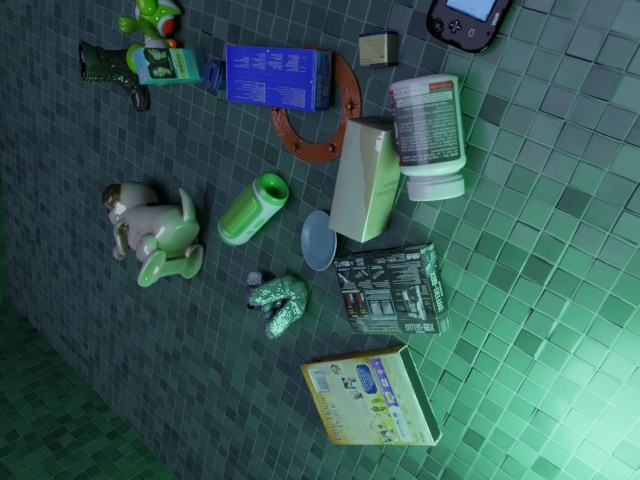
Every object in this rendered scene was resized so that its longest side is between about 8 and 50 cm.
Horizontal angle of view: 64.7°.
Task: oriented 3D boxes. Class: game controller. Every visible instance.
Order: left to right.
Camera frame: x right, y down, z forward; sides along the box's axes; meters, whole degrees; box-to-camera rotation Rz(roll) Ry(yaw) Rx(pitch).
[{"bbox_3d":[0.356,-0.579,1.092,0.167,0.067,0.319,37,125,23],"label":"game controller"}]

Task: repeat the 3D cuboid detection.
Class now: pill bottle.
[{"bbox_3d":[0.263,-0.245,1.218,0.161,0.161,0.282,1,105,39],"label":"pill bottle"}]

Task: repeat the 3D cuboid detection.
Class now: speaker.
[{"bbox_3d":[-0.230,-0.099,1.687,0.296,0.131,0.131,-40,79,40],"label":"speaker"}]

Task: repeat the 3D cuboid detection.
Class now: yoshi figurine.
[{"bbox_3d":[-0.607,-0.724,1.744,0.203,0.204,0.361,25,123,48],"label":"yoshi figurine"}]

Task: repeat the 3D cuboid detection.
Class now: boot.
[{"bbox_3d":[-0.777,-0.602,1.879,0.091,0.229,0.262,-3,103,39],"label":"boot"}]

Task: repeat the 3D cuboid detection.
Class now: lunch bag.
[{"bbox_3d":[-0.341,-0.545,1.660,0.067,0.065,0.098,39,126,22],"label":"lunch bag"}]

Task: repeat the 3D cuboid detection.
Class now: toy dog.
[{"bbox_3d":[-0.674,-0.071,1.953,0.408,0.285,0.395,37,124,26],"label":"toy dog"}]

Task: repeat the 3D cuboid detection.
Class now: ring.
[{"bbox_3d":[-0.028,-0.394,1.485,0.337,0.032,0.336,15,114,35],"label":"ring"}]

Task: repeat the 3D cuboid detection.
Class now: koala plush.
[{"bbox_3d":[-0.172,0.199,1.736,0.221,0.203,0.196,0,119,60],"label":"koala plush"}]

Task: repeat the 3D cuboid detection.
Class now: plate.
[{"bbox_3d":[0.000,0.000,1.575,0.188,0.024,0.188,2,92,55],"label":"plate"}]

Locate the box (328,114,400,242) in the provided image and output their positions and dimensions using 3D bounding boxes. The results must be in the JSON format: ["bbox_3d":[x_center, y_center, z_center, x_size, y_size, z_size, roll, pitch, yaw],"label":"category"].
[{"bbox_3d":[0.129,-0.167,1.365,0.121,0.148,0.310,25,121,29],"label":"box"}]

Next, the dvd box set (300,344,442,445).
[{"bbox_3d":[0.149,0.511,1.636,0.421,0.062,0.307,-21,92,41],"label":"dvd box set"}]

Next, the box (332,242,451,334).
[{"bbox_3d":[0.201,0.146,1.459,0.308,0.077,0.242,-9,99,40],"label":"box"}]

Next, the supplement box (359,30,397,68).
[{"bbox_3d":[0.149,-0.487,1.295,0.083,0.056,0.083,9,110,36],"label":"supplement box"}]

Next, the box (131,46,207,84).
[{"bbox_3d":[-0.479,-0.568,1.643,0.060,0.244,0.100,-6,101,40],"label":"box"}]

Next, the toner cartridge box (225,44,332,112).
[{"bbox_3d":[-0.130,-0.474,1.470,0.348,0.075,0.165,18,116,34],"label":"toner cartridge box"}]
